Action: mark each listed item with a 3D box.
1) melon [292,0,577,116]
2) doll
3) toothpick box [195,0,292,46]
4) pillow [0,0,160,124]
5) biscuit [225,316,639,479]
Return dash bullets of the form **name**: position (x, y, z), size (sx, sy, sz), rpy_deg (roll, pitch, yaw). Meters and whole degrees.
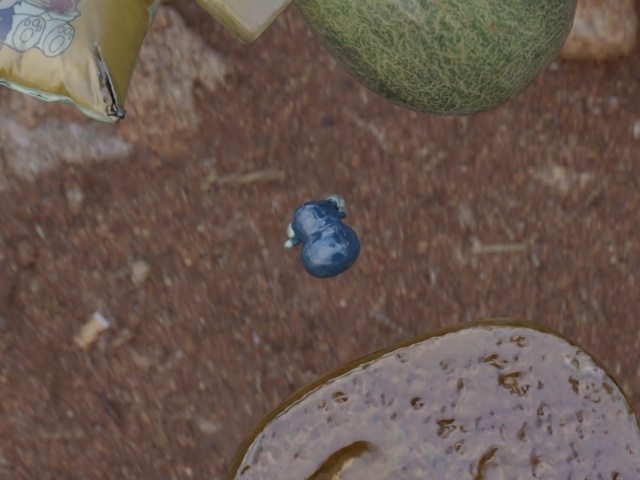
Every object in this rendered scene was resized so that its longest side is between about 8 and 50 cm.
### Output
- **melon**: position (0.086, -0.260, 1.577), size (0.329, 0.248, 0.248), rpy_deg (46, 70, -21)
- **doll**: position (0.000, 0.000, 1.781), size (0.076, 0.050, 0.083), rpy_deg (-33, 69, 12)
- **toothpick box**: position (-0.106, -0.279, 1.056), size (0.308, 0.187, 0.190), rpy_deg (41, 100, -9)
- **pillow**: position (-0.293, -0.263, 1.757), size (0.310, 0.119, 0.312), rpy_deg (12, 53, 10)
- **biscuit**: position (0.104, 0.235, 1.432), size (0.367, 0.063, 0.314), rpy_deg (-21, 86, -14)
